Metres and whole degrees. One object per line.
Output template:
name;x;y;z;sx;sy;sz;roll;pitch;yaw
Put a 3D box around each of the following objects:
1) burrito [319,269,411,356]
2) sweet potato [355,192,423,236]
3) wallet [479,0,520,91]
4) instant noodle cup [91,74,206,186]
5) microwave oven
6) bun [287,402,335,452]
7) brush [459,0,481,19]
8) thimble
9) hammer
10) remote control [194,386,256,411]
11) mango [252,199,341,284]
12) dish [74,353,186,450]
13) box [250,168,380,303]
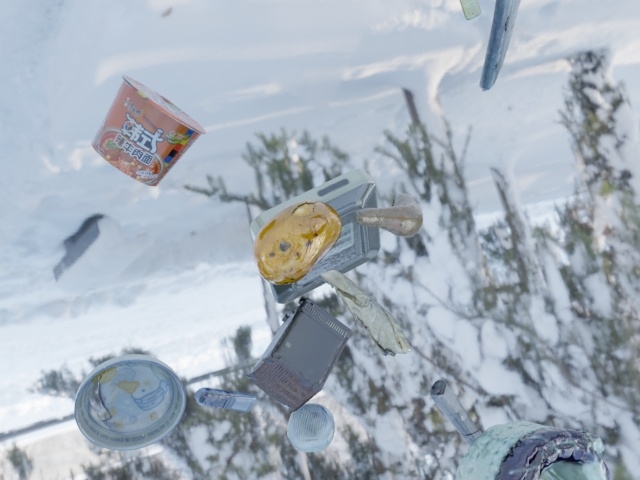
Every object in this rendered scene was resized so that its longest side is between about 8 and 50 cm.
burrito;0.085;0.138;1.360;0.058;0.229;0.063;-20;142;-43
sweet potato;0.173;-0.050;1.614;0.108;0.079;0.346;23;-164;18
wallet;0.457;-0.568;1.755;0.191;0.046;0.379;-57;159;-35
instant noodle cup;-0.450;-0.272;1.838;0.192;0.250;0.250;-53;165;7
microwave oven;-0.062;0.317;1.990;0.188;0.178;0.247;-45;-172;48
bun;-0.023;0.526;2.006;0.140;0.141;0.083;-18;140;7
brush;0.252;-0.493;1.316;0.033;0.179;0.030;-20;-169;1
thimble;0.333;0.389;1.113;0.237;0.237;0.150;-12;-177;-29
hammer;0.333;0.424;1.328;0.044;0.427;0.152;-27;-170;49
remote control;-0.208;0.348;1.569;0.152;0.044;0.027;20;-170;-43
mango;-0.046;-0.007;1.772;0.290;0.160;0.191;-30;150;-49
dish;-0.495;0.393;1.860;0.273;0.273;0.134;-15;-154;-15
box;0.000;0.000;2.051;0.367;0.090;0.373;-26;144;-11
